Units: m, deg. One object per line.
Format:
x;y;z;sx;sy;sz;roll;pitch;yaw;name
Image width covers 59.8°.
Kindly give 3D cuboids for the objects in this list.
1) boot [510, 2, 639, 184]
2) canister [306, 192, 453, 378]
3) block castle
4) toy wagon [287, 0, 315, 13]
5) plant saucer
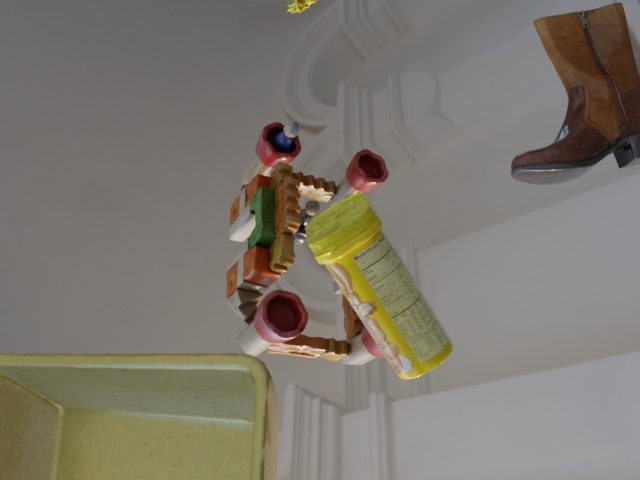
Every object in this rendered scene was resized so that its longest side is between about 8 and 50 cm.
0.406;-0.245;0.904;0.096;0.264;0.280;53;-157;-79;boot
0.060;0.045;0.575;0.170;0.073;0.126;57;-175;-12;canister
0.000;0.000;1.073;0.303;0.213;0.453;13;-124;-25;block castle
-0.105;-0.528;0.872;0.068;0.267;0.344;-43;-67;-46;toy wagon
-0.154;0.253;0.408;0.081;0.333;0.332;21;-113;-54;plant saucer
